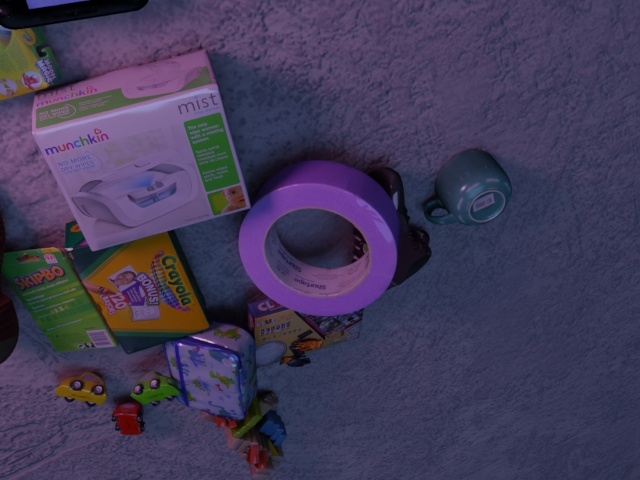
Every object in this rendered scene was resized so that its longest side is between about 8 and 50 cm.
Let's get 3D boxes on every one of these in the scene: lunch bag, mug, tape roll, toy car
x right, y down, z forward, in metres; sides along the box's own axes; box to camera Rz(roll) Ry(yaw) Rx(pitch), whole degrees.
[{"bbox_3d":[-0.220,0.257,1.371,0.176,0.090,0.219,14,131,14],"label":"lunch bag"},{"bbox_3d":[0.289,-0.081,1.302,0.129,0.097,0.157,10,124,-27],"label":"mug"},{"bbox_3d":[0.000,0.000,1.202,0.275,0.090,0.274,5,125,7],"label":"tape roll"},{"bbox_3d":[-0.380,0.311,1.391,0.225,0.053,0.239,-20,135,21],"label":"toy car"}]

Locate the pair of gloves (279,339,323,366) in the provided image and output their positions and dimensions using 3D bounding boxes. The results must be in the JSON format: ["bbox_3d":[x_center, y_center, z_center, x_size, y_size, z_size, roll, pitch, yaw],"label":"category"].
[{"bbox_3d":[-0.039,0.235,1.422,0.074,0.010,0.083,6,128,-36],"label":"pair of gloves"}]

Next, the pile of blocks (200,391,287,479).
[{"bbox_3d":[-0.146,0.445,1.576,0.149,0.112,0.362,-26,133,2],"label":"pile of blocks"}]

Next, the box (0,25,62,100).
[{"bbox_3d":[-0.457,-0.244,0.936,0.179,0.043,0.105,-16,131,-4],"label":"box"}]

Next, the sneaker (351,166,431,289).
[{"bbox_3d":[0.149,-0.026,1.317,0.162,0.106,0.281,-16,131,-31],"label":"sneaker"}]

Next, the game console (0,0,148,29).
[{"bbox_3d":[-0.403,-0.330,0.853,0.361,0.044,0.213,-15,115,-16],"label":"game console"}]

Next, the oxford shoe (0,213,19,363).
[{"bbox_3d":[-0.581,0.040,1.079,0.130,0.123,0.348,13,114,22],"label":"oxford shoe"}]

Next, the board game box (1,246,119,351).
[{"bbox_3d":[-0.460,0.103,1.209,0.124,0.039,0.259,-6,135,8],"label":"board game box"}]

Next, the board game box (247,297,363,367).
[{"bbox_3d":[-0.028,0.166,1.403,0.243,0.042,0.165,-13,136,-20],"label":"board game box"}]

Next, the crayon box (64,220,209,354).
[{"bbox_3d":[-0.318,0.067,1.219,0.165,0.081,0.278,-18,132,-4],"label":"crayon box"}]

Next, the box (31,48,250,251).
[{"bbox_3d":[-0.262,-0.137,1.042,0.262,0.126,0.231,-15,134,-6],"label":"box"}]
